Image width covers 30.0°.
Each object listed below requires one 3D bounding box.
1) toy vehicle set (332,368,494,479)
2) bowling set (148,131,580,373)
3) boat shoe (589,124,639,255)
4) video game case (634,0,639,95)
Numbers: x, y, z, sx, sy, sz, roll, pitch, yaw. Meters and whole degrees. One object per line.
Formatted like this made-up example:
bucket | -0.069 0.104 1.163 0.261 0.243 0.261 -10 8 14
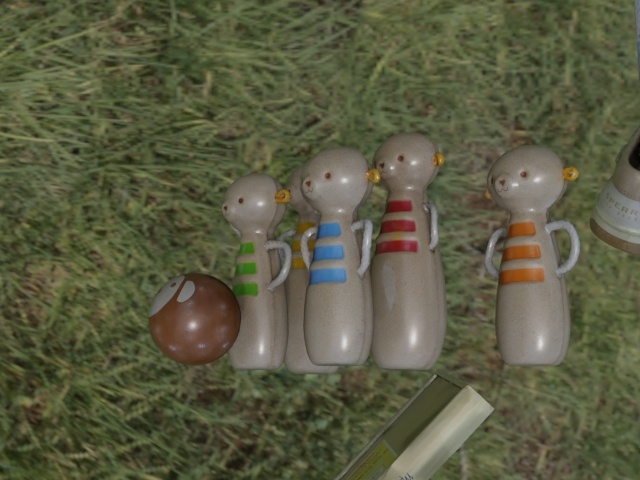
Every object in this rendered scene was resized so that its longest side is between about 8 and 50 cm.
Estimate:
toy vehicle set | 0.053 0.240 1.181 0.035 0.166 0.267 44 88 -2
bowling set | 0.000 0.000 0.723 0.199 0.287 0.154 7 79 -38
boat shoe | 0.373 -0.094 1.232 0.302 0.109 0.098 -37 145 -44
video game case | 0.279 -0.152 0.807 0.019 0.157 0.143 23 56 -29
